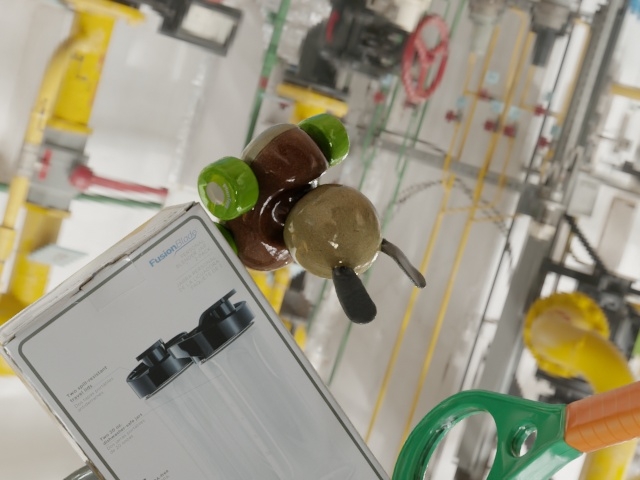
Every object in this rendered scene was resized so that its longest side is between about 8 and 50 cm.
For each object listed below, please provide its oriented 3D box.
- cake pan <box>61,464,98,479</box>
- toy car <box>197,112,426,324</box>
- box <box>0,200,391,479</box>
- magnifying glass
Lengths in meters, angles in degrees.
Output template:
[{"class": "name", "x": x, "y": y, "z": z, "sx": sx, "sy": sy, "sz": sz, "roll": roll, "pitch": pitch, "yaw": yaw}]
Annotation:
[{"class": "cake pan", "x": -0.158, "y": 0.336, "z": 1.055, "sx": 0.293, "sy": 0.293, "sz": 0.054, "roll": 15, "pitch": -175, "yaw": -9}, {"class": "toy car", "x": 0.000, "y": 0.000, "z": 0.947, "sx": 0.188, "sy": 0.149, "sz": 0.155, "roll": 40, "pitch": -136, "yaw": 20}, {"class": "box", "x": -0.083, "y": 0.134, "z": 0.782, "sx": 0.290, "sy": 0.169, "sz": 0.087, "roll": 55, "pitch": 161, "yaw": -13}, {"class": "magnifying glass", "x": 0.123, "y": 0.110, "z": 0.593, "sx": 0.026, "sy": 0.092, "sz": 0.231, "roll": 33, "pitch": 140, "yaw": -23}]
